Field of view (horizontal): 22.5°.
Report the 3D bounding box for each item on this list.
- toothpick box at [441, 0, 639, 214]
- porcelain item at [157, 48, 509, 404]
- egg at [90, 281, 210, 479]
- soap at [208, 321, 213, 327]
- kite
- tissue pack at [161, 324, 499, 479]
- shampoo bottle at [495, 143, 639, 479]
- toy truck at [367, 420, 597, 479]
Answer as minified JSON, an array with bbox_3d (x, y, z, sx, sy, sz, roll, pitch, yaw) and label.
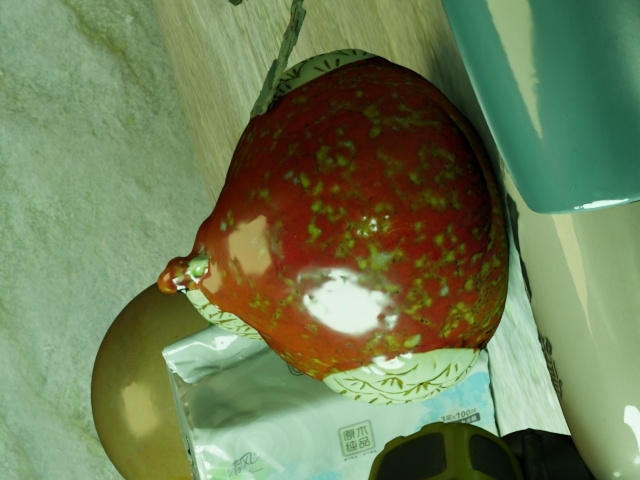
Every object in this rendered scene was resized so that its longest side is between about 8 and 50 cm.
[{"bbox_3d":[0.101,-0.104,0.607,0.120,0.120,0.184,-156,50,-79],"label":"toothpick box"},{"bbox_3d":[0.000,0.000,1.070,0.253,0.253,0.253,165,90,-81],"label":"porcelain item"},{"bbox_3d":[-0.125,0.186,1.941,0.374,0.301,0.301,105,149,-73],"label":"egg"},{"bbox_3d":[-0.019,0.086,1.465,0.273,0.098,0.218,-61,-42,-63],"label":"soap"},{"bbox_3d":[-0.002,-0.192,1.062,0.229,0.012,0.250,-18,51,54],"label":"kite"},{"bbox_3d":[0.000,0.103,1.236,0.159,0.229,0.145,-123,20,-65],"label":"tissue pack"},{"bbox_3d":[0.133,0.017,0.738,0.127,0.078,0.257,-103,-3,-76],"label":"shampoo bottle"},{"bbox_3d":[0.099,0.161,0.819,0.224,0.147,0.165,29,-135,-41],"label":"toy truck"}]
